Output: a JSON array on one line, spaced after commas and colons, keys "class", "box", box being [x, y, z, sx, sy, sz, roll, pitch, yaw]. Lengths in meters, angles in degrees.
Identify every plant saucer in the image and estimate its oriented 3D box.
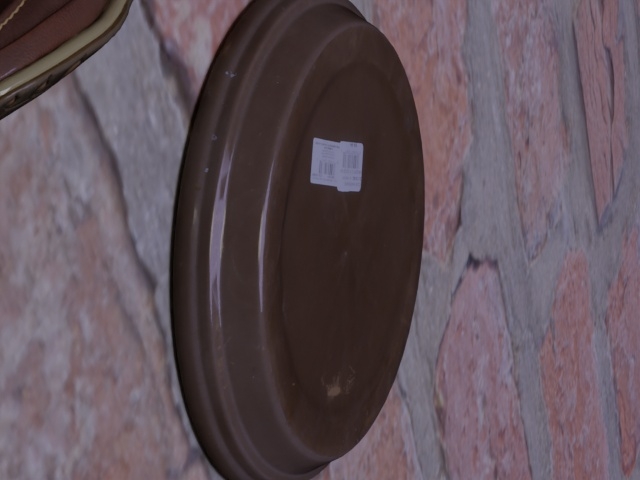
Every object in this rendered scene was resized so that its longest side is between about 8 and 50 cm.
[{"class": "plant saucer", "box": [0.000, 0.000, 0.899, 0.278, 0.041, 0.278, 5, 90, -67]}]

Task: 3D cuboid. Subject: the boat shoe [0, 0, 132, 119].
[{"class": "boat shoe", "box": [-0.103, -0.095, 0.612, 0.060, 0.064, 0.178, 52, 37, -16]}]
